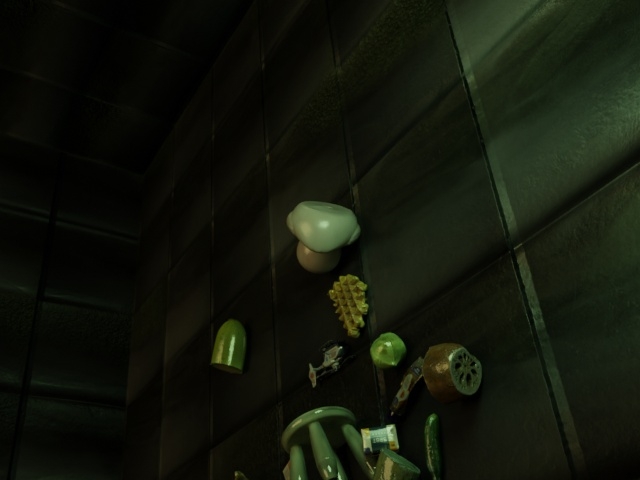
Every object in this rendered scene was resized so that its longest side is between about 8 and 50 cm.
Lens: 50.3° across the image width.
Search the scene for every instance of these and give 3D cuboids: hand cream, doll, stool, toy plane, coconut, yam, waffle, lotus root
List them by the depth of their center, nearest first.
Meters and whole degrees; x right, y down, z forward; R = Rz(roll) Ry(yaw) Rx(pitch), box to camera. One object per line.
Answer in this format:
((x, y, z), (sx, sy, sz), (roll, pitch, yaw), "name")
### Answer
((0.272, 0.277, 1.410), (0.081, 0.122, 0.112), (-14, 40, 50), "lotus root")
((0.156, 0.561, 1.482), (0.107, 0.107, 0.194), (2, 77, 60), "yam")
((0.201, 0.348, 1.581), (0.062, 0.039, 0.163), (-118, 51, -72), "hand cream")
((0.163, 0.269, 1.638), (0.088, 0.088, 0.096), (-64, 26, 18), "coconut")
((0.025, 0.534, 1.647), (0.195, 0.195, 0.199), (-57, 39, 28), "stool")
((0.075, 0.175, 1.872), (0.192, 0.046, 0.161), (9, 84, 61), "waffle")
((0.023, 0.332, 1.882), (0.197, 0.053, 0.078), (-43, 50, 37), "toy plane")
((0.000, 0.000, 1.946), (0.251, 0.221, 0.221), (-88, 18, -80), "doll")

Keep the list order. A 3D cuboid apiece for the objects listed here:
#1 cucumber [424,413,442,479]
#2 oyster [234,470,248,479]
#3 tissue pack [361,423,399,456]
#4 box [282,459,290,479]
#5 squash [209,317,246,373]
((0.240, 0.450, 1.463), (0.037, 0.037, 0.155), (-35, 47, 49), "cucumber")
((-0.197, 0.835, 1.953), (0.166, 0.110, 0.341), (-44, 41, 17), "oyster")
((0.138, 0.465, 1.584), (0.042, 0.083, 0.062), (78, -176, -54), "tissue pack")
((-0.081, 0.650, 1.946), (0.083, 0.012, 0.046), (-61, 31, 23), "box")
((-0.315, 0.365, 2.386), (0.123, 0.123, 0.187), (-27, 50, 53), "squash")
